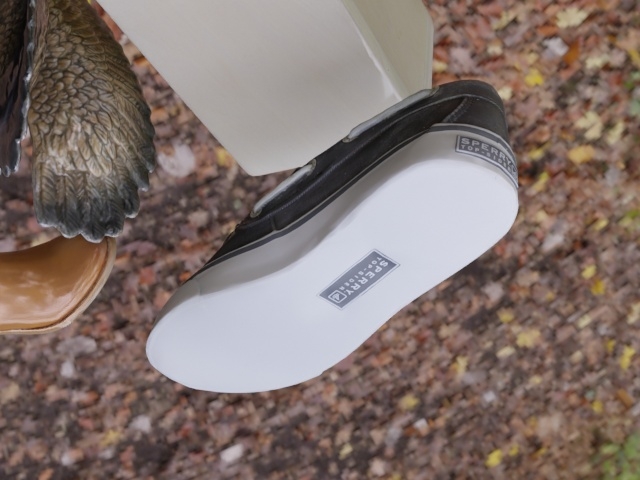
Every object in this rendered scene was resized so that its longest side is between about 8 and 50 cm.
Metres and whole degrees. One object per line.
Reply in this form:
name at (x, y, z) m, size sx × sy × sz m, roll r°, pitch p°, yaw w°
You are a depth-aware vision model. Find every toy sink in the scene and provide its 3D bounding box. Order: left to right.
toy sink at (-0.032, -0.172, 0.791) m, size 0.153 × 0.131 × 0.234 m, roll -11°, pitch 145°, yaw 25°

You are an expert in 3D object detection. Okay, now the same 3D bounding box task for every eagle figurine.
eagle figurine at (-0.241, -0.161, 0.863) m, size 0.226 × 0.298 × 0.225 m, roll -27°, pitch 151°, yaw -48°

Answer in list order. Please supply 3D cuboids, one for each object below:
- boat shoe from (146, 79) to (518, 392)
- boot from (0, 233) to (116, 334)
boat shoe at (0.000, 0.000, 0.724) m, size 0.108 × 0.102 × 0.301 m, roll 33°, pitch 130°, yaw -25°
boot at (-0.278, 0.028, 0.910) m, size 0.197 × 0.073 × 0.152 m, roll -34°, pitch 144°, yaw 9°
